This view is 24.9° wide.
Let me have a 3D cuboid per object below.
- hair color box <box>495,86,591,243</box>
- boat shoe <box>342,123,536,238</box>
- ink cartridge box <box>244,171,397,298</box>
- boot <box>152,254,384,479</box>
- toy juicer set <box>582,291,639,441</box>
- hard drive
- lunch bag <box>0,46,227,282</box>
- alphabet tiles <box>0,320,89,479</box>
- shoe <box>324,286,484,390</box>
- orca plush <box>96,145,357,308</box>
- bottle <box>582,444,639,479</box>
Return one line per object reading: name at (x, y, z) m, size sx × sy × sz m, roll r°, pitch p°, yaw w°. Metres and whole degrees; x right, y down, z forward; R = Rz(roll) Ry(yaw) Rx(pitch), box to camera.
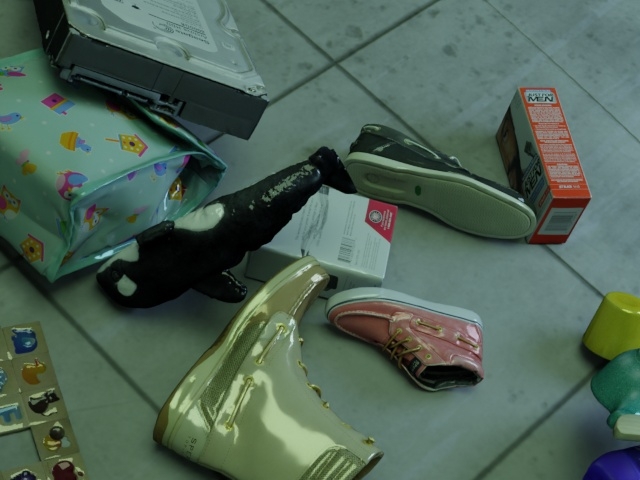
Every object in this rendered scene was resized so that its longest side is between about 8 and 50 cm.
hair color box at (0.262, -0.090, 1.714) m, size 0.053 × 0.093 × 0.167 m, roll 0°, pitch 54°, yaw -14°
boat shoe at (0.144, -0.072, 1.676) m, size 0.233 × 0.084 × 0.079 m, roll 20°, pitch 50°, yaw 7°
ink cartridge box at (0.000, 0.000, 1.600) m, size 0.150 × 0.063 × 0.109 m, roll 15°, pitch 52°, yaw -2°
boot at (-0.016, 0.154, 1.461) m, size 0.203 × 0.095 × 0.262 m, roll 33°, pitch 56°, yaw 11°
toy juicer set at (0.381, 0.170, 1.484) m, size 0.209 × 0.090 × 0.329 m, roll 16°, pitch 22°, yaw 1°
hard drive at (-0.203, -0.252, 1.621) m, size 0.236 × 0.064 × 0.339 m, roll 17°, pitch 28°, yaw -26°
lunch bag at (-0.252, -0.103, 1.557) m, size 0.223 × 0.160 × 0.262 m, roll 39°, pitch 40°, yaw 20°
alphabet tiles at (-0.354, 0.164, 1.424) m, size 0.198 × 0.009 × 0.237 m, roll -11°, pitch 58°, yaw -21°
shoe at (0.092, 0.107, 1.544) m, size 0.178 × 0.063 × 0.081 m, roll 11°, pitch 47°, yaw -12°
orca plush at (-0.089, 0.014, 1.496) m, size 0.287 × 0.151 × 0.102 m, roll -25°, pitch 82°, yaw -2°
bottle at (0.414, 0.254, 1.499) m, size 0.282 × 0.092 × 0.118 m, roll -9°, pitch 51°, yaw -21°
